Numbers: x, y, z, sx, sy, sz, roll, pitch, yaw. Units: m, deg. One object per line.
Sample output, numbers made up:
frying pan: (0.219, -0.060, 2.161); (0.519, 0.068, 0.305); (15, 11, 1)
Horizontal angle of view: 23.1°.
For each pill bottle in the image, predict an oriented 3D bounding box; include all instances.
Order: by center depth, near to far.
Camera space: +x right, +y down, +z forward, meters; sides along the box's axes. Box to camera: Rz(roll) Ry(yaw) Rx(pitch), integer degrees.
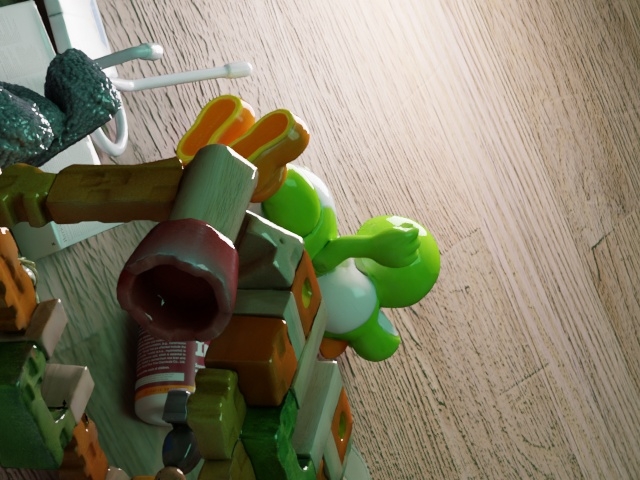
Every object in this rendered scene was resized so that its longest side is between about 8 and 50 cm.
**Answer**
pill bottle: (-0.144, 0.107, 1.591); (0.086, 0.086, 0.152); (24, 57, -45)

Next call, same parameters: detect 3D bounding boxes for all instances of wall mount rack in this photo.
wall mount rack: (-0.200, -0.270, 1.653); (0.304, 0.130, 0.350); (-9, 83, -76)

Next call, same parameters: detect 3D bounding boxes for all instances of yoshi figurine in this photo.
yoshi figurine: (0.014, -0.021, 1.766); (0.362, 0.203, 0.203); (53, 29, -35)

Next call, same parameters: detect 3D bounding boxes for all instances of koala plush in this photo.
koala plush: (-0.334, -0.145, 1.376); (0.221, 0.203, 0.196); (58, 26, -5)

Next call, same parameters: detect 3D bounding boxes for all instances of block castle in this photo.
block castle: (-0.153, 0.155, 1.273); (0.213, 0.303, 0.453); (-73, 156, -48)

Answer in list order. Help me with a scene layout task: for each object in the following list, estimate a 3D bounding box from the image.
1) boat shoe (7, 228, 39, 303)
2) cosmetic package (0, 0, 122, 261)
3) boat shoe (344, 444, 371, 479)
boat shoe: (-0.289, 0.041, 1.454); (0.063, 0.059, 0.170); (-12, 85, -54)
cosmetic package: (-0.285, -0.107, 1.522); (0.099, 0.060, 0.239); (-27, 96, -56)
boat shoe: (-0.029, 0.208, 1.710); (0.227, 0.069, 0.081); (57, 27, -19)
